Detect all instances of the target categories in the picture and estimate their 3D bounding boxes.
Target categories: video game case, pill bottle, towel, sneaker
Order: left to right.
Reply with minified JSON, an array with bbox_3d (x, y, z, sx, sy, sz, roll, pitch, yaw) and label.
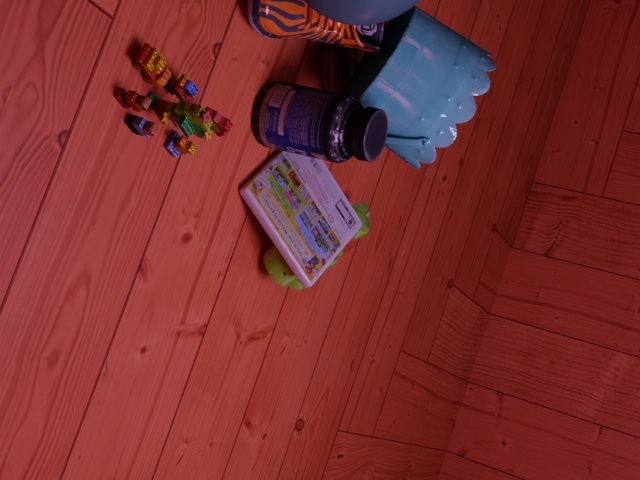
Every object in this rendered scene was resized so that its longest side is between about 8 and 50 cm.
[{"bbox_3d":[-0.032,-0.060,1.758,0.227,0.026,0.206,57,47,-18],"label":"video game case"},{"bbox_3d":[0.001,-0.205,1.643,0.123,0.219,0.122,-39,137,-49],"label":"pill bottle"},{"bbox_3d":[0.017,-0.396,1.615,0.321,0.180,0.124,-16,118,-60],"label":"sneaker"},{"bbox_3d":[0.096,-0.369,1.925,0.329,0.037,0.237,-52,150,-38],"label":"towel"}]

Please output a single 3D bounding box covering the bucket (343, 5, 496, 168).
[{"bbox_3d":[0.173,-0.290,1.746,0.281,0.183,0.281,-53,-166,19],"label":"bucket"}]

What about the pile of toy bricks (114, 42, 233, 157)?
[{"bbox_3d":[-0.204,-0.188,1.387,0.118,0.105,0.212,-65,152,-19],"label":"pile of toy bricks"}]

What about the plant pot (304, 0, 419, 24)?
[{"bbox_3d":[0.069,-0.474,1.448,0.293,0.293,0.235,-65,-175,-18],"label":"plant pot"}]

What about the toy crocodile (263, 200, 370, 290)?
[{"bbox_3d":[0.000,0.000,1.894,0.115,0.105,0.340,-41,180,41],"label":"toy crocodile"}]
